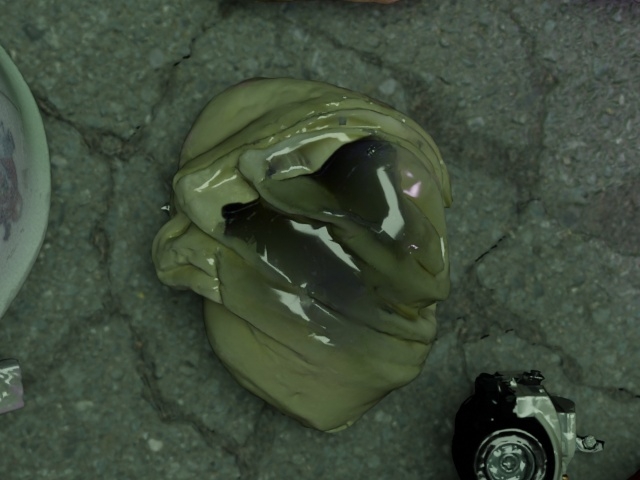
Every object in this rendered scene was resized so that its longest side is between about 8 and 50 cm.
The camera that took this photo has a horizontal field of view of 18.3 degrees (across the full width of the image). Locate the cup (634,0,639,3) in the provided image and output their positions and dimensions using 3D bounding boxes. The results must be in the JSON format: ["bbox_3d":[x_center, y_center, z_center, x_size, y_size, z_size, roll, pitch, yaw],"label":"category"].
[{"bbox_3d":[0.291,-0.306,1.902,0.199,0.199,0.150,-47,112,-13],"label":"cup"}]

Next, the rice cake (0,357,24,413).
[{"bbox_3d":[-0.406,0.158,1.718,0.298,0.106,0.050,-15,97,-14],"label":"rice cake"}]

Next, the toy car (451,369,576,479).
[{"bbox_3d":[0.176,0.264,1.775,0.118,0.193,0.301,-5,94,-1],"label":"toy car"}]

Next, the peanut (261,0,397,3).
[{"bbox_3d":[-0.016,-0.295,1.842,0.325,0.140,0.153,5,72,-8],"label":"peanut"}]

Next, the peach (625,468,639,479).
[{"bbox_3d":[0.427,0.365,1.770,0.335,0.310,0.406,-28,94,-11],"label":"peach"}]

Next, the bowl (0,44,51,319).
[{"bbox_3d":[-0.437,-0.089,1.646,0.435,0.196,0.434,3,68,-7],"label":"bowl"}]

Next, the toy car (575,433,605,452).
[{"bbox_3d":[0.224,0.190,1.881,0.093,0.041,0.025,12,83,-9],"label":"toy car"}]

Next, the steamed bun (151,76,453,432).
[{"bbox_3d":[0.000,0.000,1.776,0.275,0.206,0.320,-31,94,-16],"label":"steamed bun"}]
